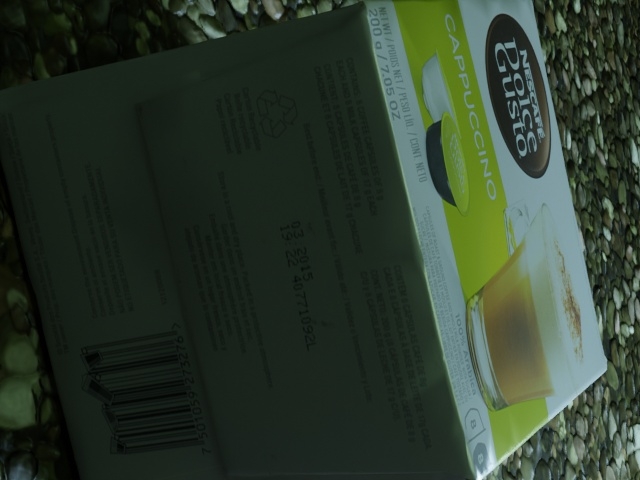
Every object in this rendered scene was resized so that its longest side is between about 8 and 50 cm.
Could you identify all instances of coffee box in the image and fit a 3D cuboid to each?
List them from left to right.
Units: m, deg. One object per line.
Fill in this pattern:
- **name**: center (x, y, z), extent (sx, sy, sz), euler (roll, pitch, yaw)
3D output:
- **coffee box**: center (0.000, 0.000, 1.140), extent (0.334, 0.338, 0.338), euler (-19, 98, -60)
